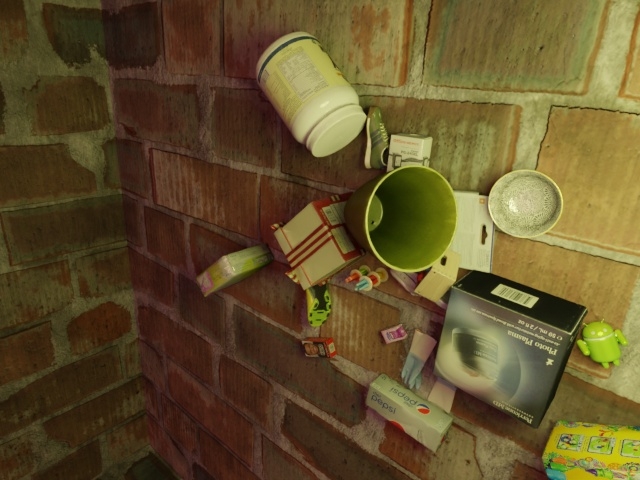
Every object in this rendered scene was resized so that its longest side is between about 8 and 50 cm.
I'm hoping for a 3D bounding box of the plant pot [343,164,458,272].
[{"bbox_3d":[0.186,-0.069,1.220,0.294,0.275,0.274,-163,62,-68],"label":"plant pot"}]

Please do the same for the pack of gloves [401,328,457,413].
[{"bbox_3d":[0.359,0.437,1.404,0.195,0.046,0.231,28,121,33],"label":"pack of gloves"}]

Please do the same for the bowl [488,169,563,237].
[{"bbox_3d":[0.518,-0.096,1.067,0.170,0.080,0.169,14,112,38],"label":"bowl"}]

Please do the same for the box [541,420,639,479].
[{"bbox_3d":[0.742,0.625,1.037,0.279,0.177,0.289,-17,92,42],"label":"box"}]

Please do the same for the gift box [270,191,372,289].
[{"bbox_3d":[0.000,0.000,1.432,0.258,0.277,0.255,-38,72,43],"label":"gift box"}]

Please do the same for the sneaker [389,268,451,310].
[{"bbox_3d":[0.316,0.134,1.317,0.258,0.094,0.091,47,143,39],"label":"sneaker"}]

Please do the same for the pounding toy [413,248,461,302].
[{"bbox_3d":[0.318,0.083,1.218,0.100,0.141,0.130,27,136,3],"label":"pounding toy"}]

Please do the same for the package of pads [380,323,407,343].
[{"bbox_3d":[0.252,0.321,1.470,0.083,0.032,0.050,-30,86,43],"label":"package of pads"}]

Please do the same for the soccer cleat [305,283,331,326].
[{"bbox_3d":[-0.018,0.196,1.650,0.121,0.094,0.288,-133,38,-61],"label":"soccer cleat"}]

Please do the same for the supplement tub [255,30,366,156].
[{"bbox_3d":[-0.028,-0.448,1.330,0.235,0.236,0.324,-44,74,41],"label":"supplement tub"}]

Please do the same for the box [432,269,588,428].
[{"bbox_3d":[0.492,0.277,1.144,0.297,0.183,0.293,22,118,36],"label":"box"}]

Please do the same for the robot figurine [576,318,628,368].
[{"bbox_3d":[0.683,0.249,1.041,0.101,0.067,0.115,-20,91,15],"label":"robot figurine"}]

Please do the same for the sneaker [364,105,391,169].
[{"bbox_3d":[0.189,-0.309,1.307,0.086,0.064,0.191,15,113,30],"label":"sneaker"}]

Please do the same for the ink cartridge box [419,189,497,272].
[{"bbox_3d":[0.391,-0.033,1.222,0.224,0.045,0.223,12,113,38],"label":"ink cartridge box"}]

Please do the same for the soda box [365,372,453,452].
[{"bbox_3d":[0.299,0.587,1.473,0.287,0.091,0.097,26,120,33],"label":"soda box"}]

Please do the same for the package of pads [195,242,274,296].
[{"bbox_3d":[-0.373,0.125,1.825,0.297,0.229,0.101,-33,81,42],"label":"package of pads"}]

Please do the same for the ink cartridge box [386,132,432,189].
[{"bbox_3d":[0.259,-0.235,1.262,0.109,0.063,0.150,19,116,36],"label":"ink cartridge box"}]

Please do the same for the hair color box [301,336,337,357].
[{"bbox_3d":[-0.006,0.431,1.726,0.141,0.043,0.071,-11,97,44],"label":"hair color box"}]

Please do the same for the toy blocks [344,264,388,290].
[{"bbox_3d":[0.137,0.130,1.430,0.123,0.148,0.054,5,106,40],"label":"toy blocks"}]
